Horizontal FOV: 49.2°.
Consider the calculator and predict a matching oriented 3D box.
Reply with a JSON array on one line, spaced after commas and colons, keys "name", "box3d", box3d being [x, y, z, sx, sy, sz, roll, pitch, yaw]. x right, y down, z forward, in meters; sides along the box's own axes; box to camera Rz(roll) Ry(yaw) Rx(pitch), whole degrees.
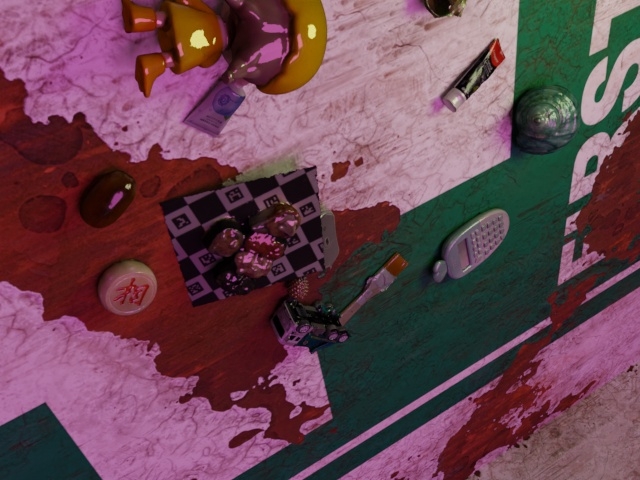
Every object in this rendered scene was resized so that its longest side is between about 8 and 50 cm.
[{"name": "calculator", "box3d": [0.436, 0.016, 2.041, 0.295, 0.042, 0.184, -35, 137, -13]}]

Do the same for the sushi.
[{"name": "sushi", "box3d": [-0.147, 0.020, 1.529, 0.339, 0.069, 0.320, -15, 133, -11]}]

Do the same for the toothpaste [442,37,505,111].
[{"name": "toothpaste", "box3d": [0.369, -0.392, 1.661, 0.193, 0.045, 0.071, -46, 138, -5]}]

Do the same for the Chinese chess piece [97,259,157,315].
[{"name": "Chinese chess piece", "box3d": [-0.404, 0.100, 1.464, 0.122, 0.051, 0.122, -20, 133, -23]}]

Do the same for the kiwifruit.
[{"name": "kiwifruit", "box3d": [-0.399, -0.076, 1.312, 0.124, 0.075, 0.075, -44, 138, 7]}]

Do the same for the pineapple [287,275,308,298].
[{"name": "pineapple", "box3d": [-0.044, 0.082, 1.719, 0.058, 0.058, 0.124, -2, 123, -36]}]

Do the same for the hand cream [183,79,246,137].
[{"name": "hand cream", "box3d": [-0.190, -0.261, 1.342, 0.084, 0.053, 0.142, 21, 119, -46]}]

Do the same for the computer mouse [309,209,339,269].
[{"name": "computer mouse", "box3d": [0.000, 0.000, 1.680, 0.089, 0.056, 0.181, -42, 138, -29]}]

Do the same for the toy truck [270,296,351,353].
[{"name": "toy truck", "box3d": [-0.030, 0.230, 1.815, 0.216, 0.110, 0.116, 17, 123, -44]}]

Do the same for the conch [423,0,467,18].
[{"name": "conch", "box3d": [0.255, -0.504, 1.454, 0.121, 0.074, 0.089, 37, 62, -27]}]

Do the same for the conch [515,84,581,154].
[{"name": "conch", "box3d": [0.586, -0.308, 1.820, 0.202, 0.134, 0.196, 11, 115, -43]}]

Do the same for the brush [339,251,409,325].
[{"name": "brush", "box3d": [0.112, 0.167, 1.930, 0.336, 0.020, 0.085, -46, 138, 3]}]

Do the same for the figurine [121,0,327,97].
[{"name": "figurine", "box3d": [-0.154, -0.349, 1.208, 0.344, 0.187, 0.215, -14, 119, -20]}]
